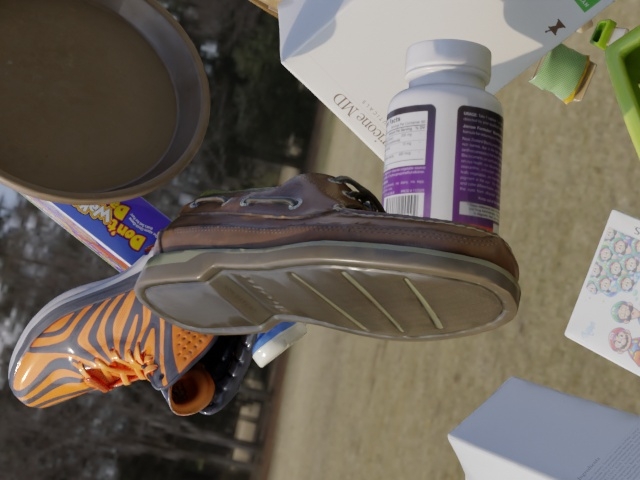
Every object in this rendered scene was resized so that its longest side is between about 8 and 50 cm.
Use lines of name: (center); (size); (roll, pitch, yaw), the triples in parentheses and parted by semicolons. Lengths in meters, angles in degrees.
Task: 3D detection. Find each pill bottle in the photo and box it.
pill bottle: (0.112, -0.079, 1.015); (0.108, 0.108, 0.194); (120, 154, -81)

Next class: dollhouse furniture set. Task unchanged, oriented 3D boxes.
dollhouse furniture set: (0.322, -0.240, 1.332); (0.058, 0.076, 0.152); (29, 97, 61)

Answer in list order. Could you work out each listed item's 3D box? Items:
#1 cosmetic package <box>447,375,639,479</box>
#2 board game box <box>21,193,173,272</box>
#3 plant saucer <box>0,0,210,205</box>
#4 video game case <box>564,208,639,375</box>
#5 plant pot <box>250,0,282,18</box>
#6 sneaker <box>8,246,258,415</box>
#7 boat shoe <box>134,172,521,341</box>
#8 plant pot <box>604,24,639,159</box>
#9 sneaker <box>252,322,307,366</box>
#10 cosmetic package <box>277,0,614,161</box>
cosmetic package: (0.369, 0.339, 1.442); (0.385, 0.156, 0.217); (17, 137, 53)
board game box: (-0.284, -0.028, 1.482); (0.078, 0.347, 0.233); (-51, -4, -11)
plant saucer: (-0.241, -0.150, 1.054); (0.041, 0.277, 0.278); (-47, 25, 53)
video game case: (0.349, 0.061, 1.215); (0.143, 0.019, 0.157); (30, 105, 50)
plant pot: (-0.027, -0.289, 1.413); (0.032, 0.236, 0.236); (-61, 4, 6)
sneaker: (-0.206, 0.130, 1.214); (0.321, 0.124, 0.180); (-35, 50, 15)
boat shoe: (0.000, 0.000, 0.769); (0.111, 0.307, 0.104); (51, -130, -43)
plant pot: (0.449, -0.120, 1.093); (0.228, 0.207, 0.227); (-29, 59, 30)
sneaker: (-0.050, 0.057, 1.027); (0.058, 0.085, 0.152); (-38, 4, 21)
cosmetic package: (0.148, -0.272, 1.175); (0.365, 0.197, 0.155); (-39, 29, 20)
